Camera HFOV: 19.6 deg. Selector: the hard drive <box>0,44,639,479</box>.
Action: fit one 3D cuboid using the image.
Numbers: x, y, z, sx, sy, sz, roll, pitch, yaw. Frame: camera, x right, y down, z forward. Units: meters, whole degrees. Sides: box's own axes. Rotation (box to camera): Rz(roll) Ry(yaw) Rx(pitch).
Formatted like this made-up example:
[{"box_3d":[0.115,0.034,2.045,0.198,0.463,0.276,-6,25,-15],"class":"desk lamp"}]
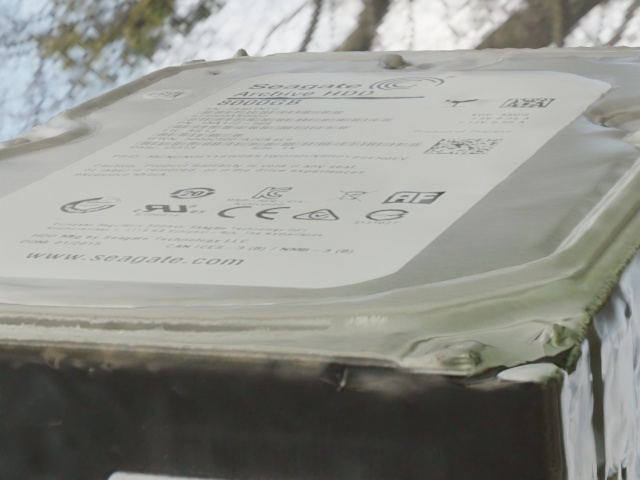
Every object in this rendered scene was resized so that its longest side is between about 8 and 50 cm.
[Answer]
[{"box_3d":[0.000,0.000,0.544,0.339,0.237,0.064,-35,-57,-63],"class":"hard drive"}]
